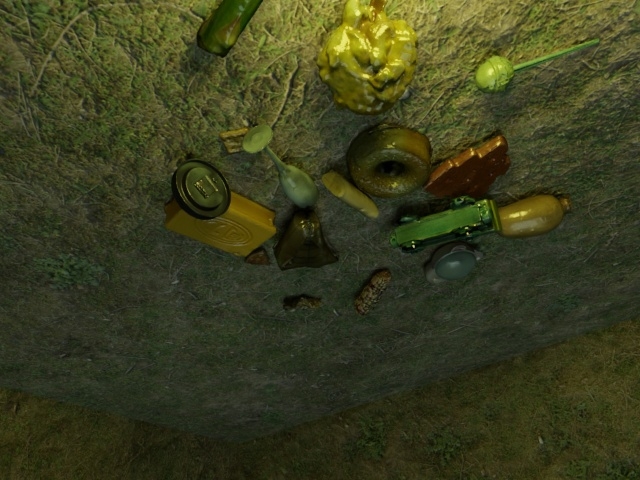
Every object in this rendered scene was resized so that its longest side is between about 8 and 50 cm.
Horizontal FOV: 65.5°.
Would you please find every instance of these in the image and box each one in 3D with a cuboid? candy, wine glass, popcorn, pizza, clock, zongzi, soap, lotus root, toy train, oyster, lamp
[{"bbox_3d":[0.564,-0.463,1.287,0.335,0.092,0.093,-18,107,0],"label":"candy"},{"bbox_3d":[-0.031,-0.240,1.440,0.264,0.096,0.309,-25,143,15],"label":"wine glass"},{"bbox_3d":[0.111,-0.428,1.161,0.232,0.192,0.266,1,121,12],"label":"popcorn"},{"bbox_3d":[-0.241,0.065,1.870,0.099,0.029,0.100,-8,142,13],"label":"pizza"},{"bbox_3d":[-0.343,-0.146,1.429,0.184,0.185,0.040,26,143,-38],"label":"clock"},{"bbox_3d":[0.000,0.000,1.763,0.288,0.123,0.260,1,141,-30],"label":"zongzi"},{"bbox_3d":[-0.319,-0.065,1.614,0.324,0.096,0.204,25,132,-37],"label":"soap"},{"bbox_3d":[0.752,-0.082,1.780,0.303,0.131,0.146,-15,145,8],"label":"lotus root"},{"bbox_3d":[0.428,-0.045,1.741,0.368,0.151,0.237,-16,171,29],"label":"toy train"},{"bbox_3d":[-0.077,0.281,2.170,0.177,0.056,0.105,-4,155,-5],"label":"oyster"},{"bbox_3d":[0.526,0.106,2.012,0.179,0.108,0.246,20,136,-28],"label":"lamp"}]

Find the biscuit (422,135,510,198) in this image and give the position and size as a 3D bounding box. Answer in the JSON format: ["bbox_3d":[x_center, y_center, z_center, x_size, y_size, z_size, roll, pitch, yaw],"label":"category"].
[{"bbox_3d":[0.460,-0.216,1.583,0.306,0.043,0.284,-14,150,-12],"label":"biscuit"}]

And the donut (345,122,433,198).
[{"bbox_3d":[0.212,-0.225,1.501,0.271,0.107,0.272,-4,142,-3],"label":"donut"}]

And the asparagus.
[{"bbox_3d":[-0.162,-0.511,1.056,0.082,0.085,0.343,41,128,-18],"label":"asparagus"}]

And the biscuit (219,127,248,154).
[{"bbox_3d":[-0.235,-0.279,1.406,0.083,0.018,0.081,-11,143,2],"label":"biscuit"}]

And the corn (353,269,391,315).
[{"bbox_3d":[0.220,0.223,2.128,0.092,0.092,0.281,5,138,-18],"label":"corn"}]

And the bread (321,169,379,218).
[{"bbox_3d":[0.098,-0.144,1.571,0.178,0.139,0.060,28,105,-41],"label":"bread"}]
